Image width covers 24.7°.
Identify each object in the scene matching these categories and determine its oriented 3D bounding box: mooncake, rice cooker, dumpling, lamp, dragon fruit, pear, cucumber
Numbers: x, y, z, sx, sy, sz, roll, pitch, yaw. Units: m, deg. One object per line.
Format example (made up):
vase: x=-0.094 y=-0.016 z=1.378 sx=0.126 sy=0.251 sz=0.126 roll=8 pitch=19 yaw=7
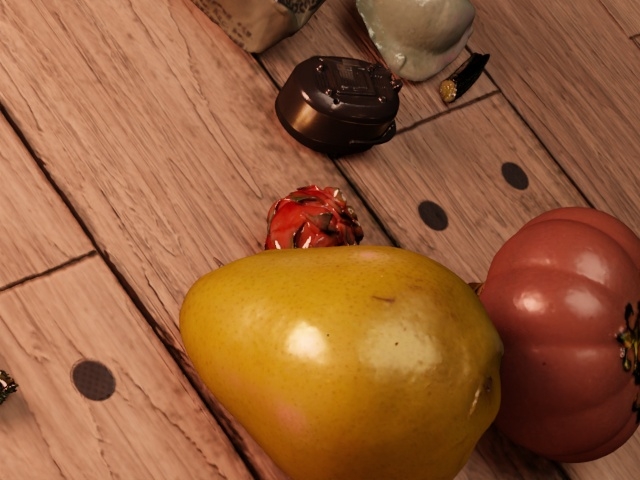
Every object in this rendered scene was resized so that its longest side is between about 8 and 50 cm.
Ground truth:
mooncake: x=-0.088 y=-0.394 z=1.933 sx=0.254 sy=0.136 sz=0.250 roll=43 pitch=46 yaw=0
rice cooker: x=0.025 y=-0.175 z=1.869 sx=0.165 sy=0.106 sz=0.112 roll=-3 pitch=56 yaw=-26
dumpling: x=0.130 y=-0.307 z=2.070 sx=0.216 sy=0.149 sz=0.105 roll=20 pitch=9 yaw=-32
lamp: x=0.282 y=0.110 z=1.739 sx=0.305 sy=0.239 sz=0.306 roll=-14 pitch=106 yaw=-59
dragon fruit: x=-0.005 y=0.003 z=1.690 sx=0.130 sy=0.121 sz=0.142 roll=47 pitch=22 yaw=-18
pear: x=0.024 y=0.120 z=1.512 sx=0.336 sy=0.285 sz=0.285 roll=33 pitch=43 yaw=-9
cucumber: x=0.211 y=-0.236 z=2.109 sx=0.135 sy=0.033 sz=0.034 roll=-40 pitch=123 yaw=-47

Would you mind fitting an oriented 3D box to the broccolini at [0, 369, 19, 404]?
broccolini: x=-0.366 y=0.057 z=1.451 sx=0.057 sy=0.071 sz=0.254 roll=-25 pitch=61 yaw=-2
